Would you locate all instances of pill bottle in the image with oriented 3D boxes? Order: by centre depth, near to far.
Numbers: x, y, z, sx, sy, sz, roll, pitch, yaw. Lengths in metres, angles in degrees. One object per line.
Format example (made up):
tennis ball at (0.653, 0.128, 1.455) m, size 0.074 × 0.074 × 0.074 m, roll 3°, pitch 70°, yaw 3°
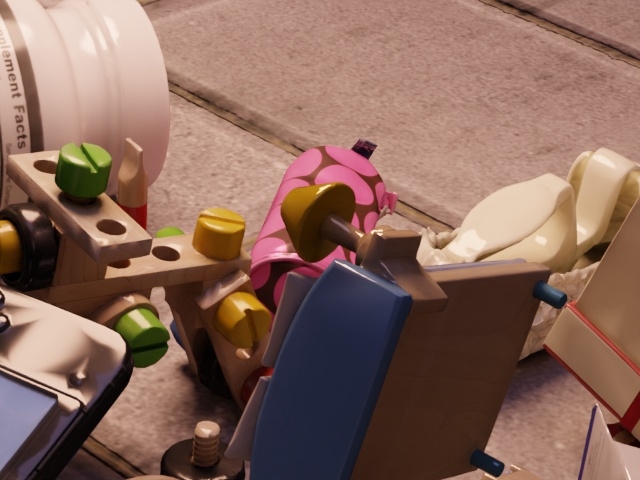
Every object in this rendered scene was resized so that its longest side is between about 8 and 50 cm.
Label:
pill bottle at (-0.319, -0.096, 1.541) m, size 0.362 × 0.210 × 0.210 m, roll -11°, pitch 33°, yaw -28°

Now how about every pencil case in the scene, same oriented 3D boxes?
pencil case at (0.000, 0.000, 1.554) m, size 0.098 × 0.095 × 0.209 m, roll 23°, pitch 33°, yaw -1°

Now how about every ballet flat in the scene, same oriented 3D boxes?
ballet flat at (0.202, 0.002, 1.541) m, size 0.147 × 0.147 × 0.409 m, roll 28°, pitch 36°, yaw 34°

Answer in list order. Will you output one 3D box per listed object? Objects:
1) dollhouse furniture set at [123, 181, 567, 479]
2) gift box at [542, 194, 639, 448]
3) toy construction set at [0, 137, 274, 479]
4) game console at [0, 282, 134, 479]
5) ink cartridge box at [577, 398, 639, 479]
dollhouse furniture set at (0.008, 0.092, 1.098) m, size 0.198 × 0.303 × 0.286 m, roll 28°, pitch 19°, yaw 30°
gift box at (0.339, 0.067, 1.336) m, size 0.255 × 0.258 × 0.276 m, roll -18°, pitch 57°, yaw -38°
toy construction set at (-0.136, 0.014, 1.349) m, size 0.257 × 0.237 × 0.309 m, roll -1°, pitch 29°, yaw -11°
game console at (-0.290, 0.077, 1.089) m, size 0.250 × 0.173 × 0.293 m, roll 20°, pitch 53°, yaw 23°
ink cartridge box at (0.200, 0.247, 1.071) m, size 0.065 × 0.165 × 0.333 m, roll 2°, pitch 31°, yaw -7°
